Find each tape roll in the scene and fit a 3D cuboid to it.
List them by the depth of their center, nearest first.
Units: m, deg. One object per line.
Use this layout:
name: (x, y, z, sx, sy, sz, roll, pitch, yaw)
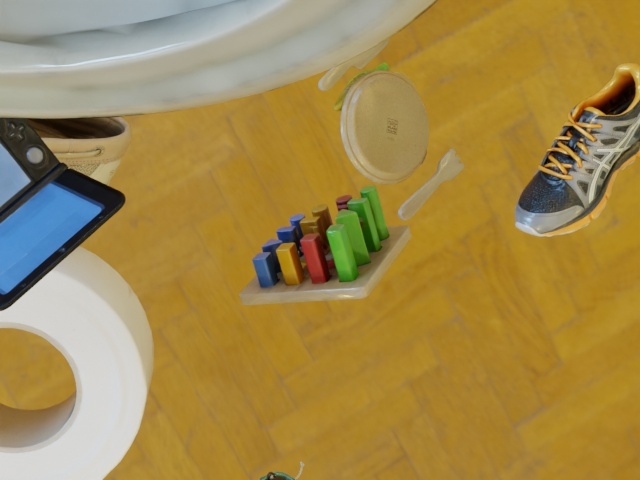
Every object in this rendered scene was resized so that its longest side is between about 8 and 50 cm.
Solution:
tape roll: (-0.323, 0.137, 1.399, 0.286, 0.100, 0.286, 0, 109, -1)

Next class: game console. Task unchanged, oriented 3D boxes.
game console: (-0.213, -0.028, 0.867, 0.122, 0.071, 0.107, -45, 108, -28)

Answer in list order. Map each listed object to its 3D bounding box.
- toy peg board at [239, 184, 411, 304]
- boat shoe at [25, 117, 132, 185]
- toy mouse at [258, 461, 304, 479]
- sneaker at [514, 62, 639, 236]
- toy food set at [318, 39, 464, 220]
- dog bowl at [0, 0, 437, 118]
toy peg board: (0.000, 0.000, 1.525, 0.160, 0.161, 0.079, -4, 114, 27)
boat shoe: (-0.355, -0.126, 1.289, 0.341, 0.121, 0.110, 13, 131, -31)
toy mouse: (-0.021, 0.311, 1.566, 0.161, 0.143, 0.031, 10, 108, -11)
sneaker: (0.265, -0.092, 1.313, 0.215, 0.084, 0.083, -47, 134, -16)
toy food set: (0.068, -0.124, 1.419, 0.132, 0.038, 0.192, -44, 113, -30)
dog bowl: (-0.143, -0.182, 0.351, 0.408, 0.408, 0.150, 12, 71, -19)
